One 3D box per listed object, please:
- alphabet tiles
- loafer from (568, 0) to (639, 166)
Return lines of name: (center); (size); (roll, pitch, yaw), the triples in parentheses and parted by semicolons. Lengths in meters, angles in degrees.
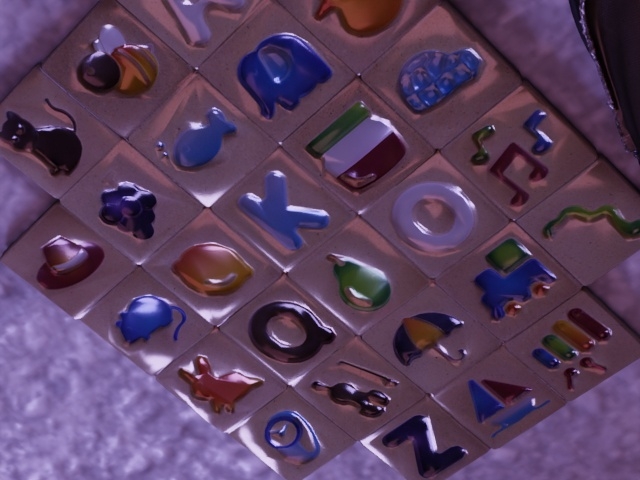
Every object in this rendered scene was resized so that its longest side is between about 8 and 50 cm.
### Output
alphabet tiles: (0.000, 0.000, 0.669); (0.342, 0.011, 0.285); (41, 120, -19)
loafer: (0.178, -0.054, 0.567); (0.080, 0.078, 0.220); (-23, 118, 21)
